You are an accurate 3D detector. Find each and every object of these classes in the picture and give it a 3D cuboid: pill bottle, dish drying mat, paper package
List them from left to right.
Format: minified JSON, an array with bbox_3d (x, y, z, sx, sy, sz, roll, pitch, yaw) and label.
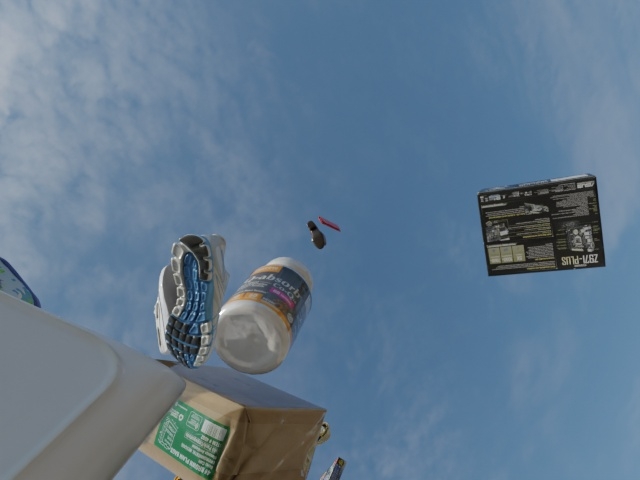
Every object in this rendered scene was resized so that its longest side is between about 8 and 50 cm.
[{"bbox_3d":[-0.204,0.377,1.046,0.310,0.325,0.168,28,-104,-53],"label":"paper package"},{"bbox_3d":[-0.109,0.146,1.073,0.278,0.162,0.162,-58,-46,-66],"label":"pill bottle"},{"bbox_3d":[0.028,-0.050,1.511,0.083,0.032,0.008,23,-63,-41],"label":"dish drying mat"}]

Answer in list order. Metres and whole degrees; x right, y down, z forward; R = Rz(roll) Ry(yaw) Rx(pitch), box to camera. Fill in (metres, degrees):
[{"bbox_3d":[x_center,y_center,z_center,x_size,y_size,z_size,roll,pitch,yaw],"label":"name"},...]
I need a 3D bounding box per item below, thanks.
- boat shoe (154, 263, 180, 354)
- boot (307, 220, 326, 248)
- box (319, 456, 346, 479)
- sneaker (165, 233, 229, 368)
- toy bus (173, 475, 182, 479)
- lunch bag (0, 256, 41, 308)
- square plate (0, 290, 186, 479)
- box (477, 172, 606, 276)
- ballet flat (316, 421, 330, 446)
[{"bbox_3d":[-0.437,0.196,1.431,0.095,0.084,0.257,25,-130,-50],"label":"boat shoe"},{"bbox_3d":[0.000,0.000,1.571,0.037,0.106,0.114,-24,-27,6],"label":"boot"},{"bbox_3d":[0.017,0.632,1.297,0.027,0.137,0.094,31,-141,6],"label":"box"},{"bbox_3d":[-0.153,0.080,0.673,0.083,0.072,0.190,-26,-51,-66],"label":"sneaker"},{"bbox_3d":[-0.338,0.667,1.361,0.150,0.211,0.220,34,-118,-12],"label":"toy bus"},{"bbox_3d":[-0.674,0.155,0.997,0.219,0.176,0.090,-51,-12,11],"label":"lunch bag"},{"bbox_3d":[-0.315,0.111,0.346,0.344,0.347,0.049,24,-70,3],"label":"square plate"},{"bbox_3d":[0.366,-0.025,0.842,0.077,0.180,0.147,-25,-75,-66],"label":"box"},{"bbox_3d":[-0.041,0.546,1.360,0.168,0.057,0.052,-25,-51,-38],"label":"ballet flat"}]
